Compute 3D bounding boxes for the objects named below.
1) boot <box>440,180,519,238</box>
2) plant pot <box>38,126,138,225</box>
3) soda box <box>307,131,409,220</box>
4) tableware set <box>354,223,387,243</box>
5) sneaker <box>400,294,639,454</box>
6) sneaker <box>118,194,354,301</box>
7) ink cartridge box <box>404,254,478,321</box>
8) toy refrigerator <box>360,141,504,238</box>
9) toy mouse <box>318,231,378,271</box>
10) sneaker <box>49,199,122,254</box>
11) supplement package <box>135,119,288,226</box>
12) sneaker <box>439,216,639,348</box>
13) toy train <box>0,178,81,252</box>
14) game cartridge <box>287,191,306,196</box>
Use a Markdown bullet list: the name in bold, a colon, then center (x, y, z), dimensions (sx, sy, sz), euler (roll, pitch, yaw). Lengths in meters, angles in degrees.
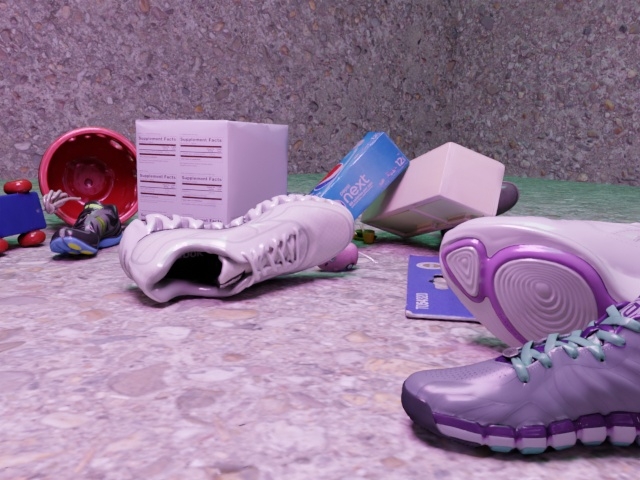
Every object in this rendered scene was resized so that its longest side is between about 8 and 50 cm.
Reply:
- **boot**: center (0.292, -0.046, 1.073), dimensions (0.189, 0.076, 0.208), euler (-20, 9, 3)
- **plant pot**: center (-0.444, -0.119, 1.169), dimensions (0.191, 0.191, 0.174), euler (-3, 6, -24)
- **soda box**: center (0.042, -0.080, 0.977), dimensions (0.071, 0.210, 0.067), euler (46, -6, -19)
- **tableware set**: center (0.037, -0.016, 1.109), dimensions (0.154, 0.024, 0.104), euler (9, 13, 36)
- **sneaker**: center (0.164, 0.075, 0.380), dimensions (0.223, 0.098, 0.083), euler (2, 10, 1)
- **sneaker**: center (-0.084, 0.016, 0.718), dimensions (0.291, 0.110, 0.118), euler (-11, 21, -21)
- **ink cartridge box**: center (0.274, 0.031, 0.746), dimensions (0.329, 0.072, 0.324), euler (4, 10, 8)
- **toy refrigerator**: center (0.173, -0.069, 0.995), dimensions (0.102, 0.094, 0.269), euler (19, -14, -18)
- **toy mouse**: center (0.000, 0.000, 0.851), dimensions (0.161, 0.031, 0.143), euler (36, 48, 21)
- **sneaker**: center (-0.362, -0.021, 0.930), dimensions (0.066, 0.078, 0.188), euler (2, 10, 3)
- **supplement package**: center (-0.153, -0.072, 0.887), dimensions (0.149, 0.203, 0.194), euler (5, 10, 21)
- **sneaker**: center (0.258, 0.039, 0.528), dimensions (0.304, 0.114, 0.152), euler (13, 26, 14)
- **toy train**: center (-0.520, -0.036, 0.977), dimensions (0.143, 0.105, 0.248), euler (-10, 7, 13)
- **game cartridge**: center (-0.185, -0.065, 1.278), dimensions (0.230, 0.068, 0.355), euler (0, 9, 15)
